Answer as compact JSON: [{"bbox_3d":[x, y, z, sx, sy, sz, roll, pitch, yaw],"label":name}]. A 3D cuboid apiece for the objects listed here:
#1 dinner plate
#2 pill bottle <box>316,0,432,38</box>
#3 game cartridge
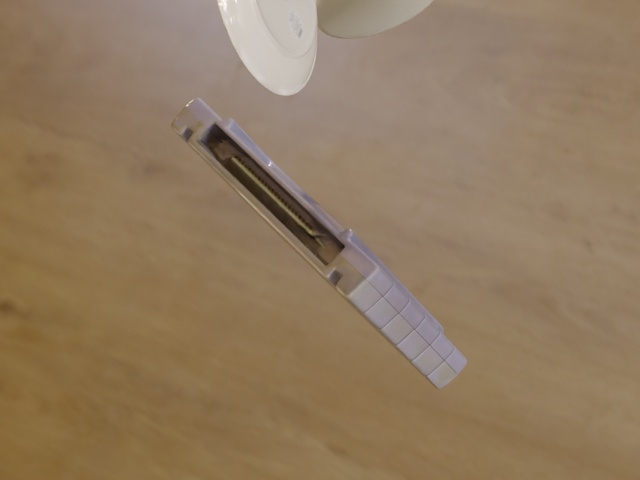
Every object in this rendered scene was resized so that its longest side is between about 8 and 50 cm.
[{"bbox_3d":[-0.031,-0.167,1.255,0.017,0.141,0.141,-10,54,26],"label":"dinner plate"},{"bbox_3d":[0.006,-0.432,2.241,0.204,0.204,0.361,-33,64,20],"label":"pill bottle"},{"bbox_3d":[0.000,0.000,2.002,0.068,0.230,0.355,-48,49,2],"label":"game cartridge"}]
